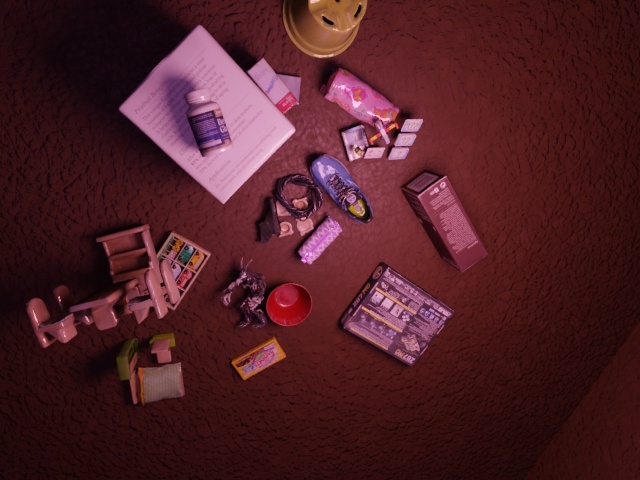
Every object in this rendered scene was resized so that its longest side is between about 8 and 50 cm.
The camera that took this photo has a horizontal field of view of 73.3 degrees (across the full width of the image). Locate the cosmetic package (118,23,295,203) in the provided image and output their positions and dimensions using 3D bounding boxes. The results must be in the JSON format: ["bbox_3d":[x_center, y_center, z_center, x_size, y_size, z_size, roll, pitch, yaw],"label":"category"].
[{"bbox_3d":[-0.344,-0.390,1.370,0.329,0.327,0.394,-44,111,3],"label":"cosmetic package"}]

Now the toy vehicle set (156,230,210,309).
[{"bbox_3d":[-0.560,0.115,1.635,0.166,0.035,0.267,32,98,-18],"label":"toy vehicle set"}]

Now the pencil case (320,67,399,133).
[{"bbox_3d":[0.143,-0.502,1.551,0.284,0.124,0.124,27,100,-17],"label":"pencil case"}]

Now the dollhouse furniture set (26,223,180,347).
[{"bbox_3d":[-0.668,0.115,1.396,0.361,0.394,0.257,-14,100,1],"label":"dollhouse furniture set"}]

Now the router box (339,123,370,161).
[{"bbox_3d":[0.133,-0.369,1.627,0.092,0.038,0.123,-21,110,-4],"label":"router box"}]

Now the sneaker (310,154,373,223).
[{"bbox_3d":[0.094,-0.190,1.617,0.130,0.147,0.330,-44,109,4],"label":"sneaker"}]

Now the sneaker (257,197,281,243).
[{"bbox_3d":[-0.202,-0.074,1.636,0.089,0.051,0.170,-9,108,5],"label":"sneaker"}]

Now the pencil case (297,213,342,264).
[{"bbox_3d":[0.000,0.000,1.688,0.086,0.088,0.206,39,97,-18],"label":"pencil case"}]

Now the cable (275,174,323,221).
[{"bbox_3d":[-0.080,-0.174,1.622,0.184,0.047,0.150,45,91,-6],"label":"cable"}]

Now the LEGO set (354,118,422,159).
[{"bbox_3d":[0.249,-0.357,1.574,0.244,0.060,0.183,-7,143,-24],"label":"LEGO set"}]

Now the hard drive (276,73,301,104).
[{"bbox_3d":[-0.141,-0.539,1.527,0.135,0.022,0.094,4,106,-12],"label":"hard drive"}]

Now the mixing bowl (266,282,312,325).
[{"bbox_3d":[-0.131,0.239,1.728,0.181,0.098,0.182,-4,108,-11],"label":"mixing bowl"}]

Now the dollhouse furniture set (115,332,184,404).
[{"bbox_3d":[-0.656,0.539,1.684,0.197,0.151,0.302,-5,108,-10],"label":"dollhouse furniture set"}]

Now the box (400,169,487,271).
[{"bbox_3d":[0.489,-0.080,1.711,0.143,0.191,0.381,-36,109,1],"label":"box"}]

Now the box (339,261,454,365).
[{"bbox_3d":[0.330,0.324,1.852,0.394,0.097,0.318,32,96,-19],"label":"box"}]

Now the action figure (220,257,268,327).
[{"bbox_3d":[-0.284,0.214,1.660,0.164,0.141,0.276,4,117,27],"label":"action figure"}]

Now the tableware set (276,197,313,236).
[{"bbox_3d":[-0.106,-0.092,1.673,0.141,0.020,0.169,-13,109,-7],"label":"tableware set"}]

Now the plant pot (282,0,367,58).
[{"bbox_3d":[0.028,-0.744,1.376,0.275,0.254,0.276,-3,108,-11],"label":"plant pot"}]

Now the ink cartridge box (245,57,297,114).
[{"bbox_3d":[-0.167,-0.515,1.448,0.072,0.127,0.175,-41,110,2],"label":"ink cartridge box"}]

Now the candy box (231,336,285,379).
[{"bbox_3d":[-0.260,0.500,1.820,0.205,0.027,0.105,-29,114,-1],"label":"candy box"}]

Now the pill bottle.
[{"bbox_3d":[-0.309,-0.322,1.174,0.094,0.094,0.170,-19,109,-5],"label":"pill bottle"}]
